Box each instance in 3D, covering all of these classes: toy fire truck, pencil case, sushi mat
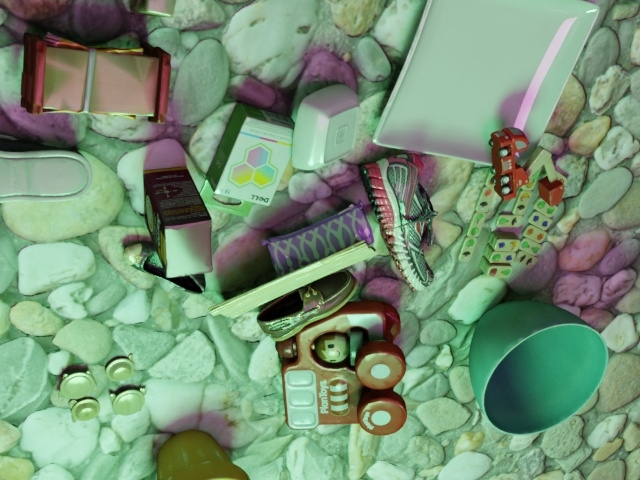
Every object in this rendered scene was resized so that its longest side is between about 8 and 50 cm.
[{"bbox_3d":[0.040,0.257,2.062,0.254,0.169,0.302,-4,123,1],"label":"toy fire truck"},{"bbox_3d":[0.000,0.000,1.909,0.206,0.086,0.088,-24,122,-7],"label":"pencil case"},{"bbox_3d":[0.392,-0.138,1.951,0.135,0.047,0.192,-20,128,-11],"label":"toy fire truck"},{"bbox_3d":[-0.048,0.075,1.886,0.317,0.019,0.151,-24,171,9],"label":"sushi mat"}]

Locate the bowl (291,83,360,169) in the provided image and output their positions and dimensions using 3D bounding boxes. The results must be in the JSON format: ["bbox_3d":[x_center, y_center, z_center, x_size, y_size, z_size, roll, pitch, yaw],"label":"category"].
[{"bbox_3d":[0.017,-0.191,1.772,0.142,0.053,0.142,-29,136,-46],"label":"bowl"}]

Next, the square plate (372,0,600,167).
[{"bbox_3d":[0.294,-0.306,1.856,0.347,0.049,0.344,8,118,-27],"label":"square plate"}]

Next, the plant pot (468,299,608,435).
[{"bbox_3d":[0.430,0.238,2.177,0.290,0.195,0.290,-11,125,-16],"label":"plant pot"}]

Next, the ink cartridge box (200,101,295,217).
[{"bbox_3d":[-0.127,-0.125,1.788,0.109,0.062,0.209,13,116,-29],"label":"ink cartridge box"}]

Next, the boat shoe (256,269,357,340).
[{"bbox_3d":[-0.027,0.118,1.982,0.207,0.073,0.073,-35,133,2],"label":"boat shoe"}]

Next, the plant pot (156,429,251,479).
[{"bbox_3d":[-0.246,0.488,2.060,0.205,0.188,0.205,-11,125,-16],"label":"plant pot"}]

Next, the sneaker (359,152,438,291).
[{"bbox_3d":[0.170,-0.027,1.936,0.112,0.121,0.299,-22,127,-2],"label":"sneaker"}]

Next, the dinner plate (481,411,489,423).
[{"bbox_3d":[0.441,0.380,2.390,0.141,0.017,0.141,-12,126,-17],"label":"dinner plate"}]

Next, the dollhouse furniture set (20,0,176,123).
[{"bbox_3d":[-0.322,-0.364,1.523,0.201,0.152,0.374,3,103,-24],"label":"dollhouse furniture set"}]

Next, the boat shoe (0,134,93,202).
[{"bbox_3d":[-0.516,-0.110,1.615,0.303,0.091,0.114,8,98,-25],"label":"boat shoe"}]

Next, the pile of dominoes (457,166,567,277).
[{"bbox_3d":[0.399,-0.039,2.081,0.196,0.040,0.251,2,121,-24],"label":"pile of dominoes"}]

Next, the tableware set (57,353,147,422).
[{"bbox_3d":[-0.416,0.290,1.966,0.169,0.020,0.141,-12,127,-17],"label":"tableware set"}]

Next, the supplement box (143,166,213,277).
[{"bbox_3d":[-0.240,-0.033,1.720,0.081,0.188,0.104,-8,124,-18],"label":"supplement box"}]

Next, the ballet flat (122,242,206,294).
[{"bbox_3d":[-0.276,0.049,1.847,0.173,0.049,0.057,25,108,-33],"label":"ballet flat"}]
